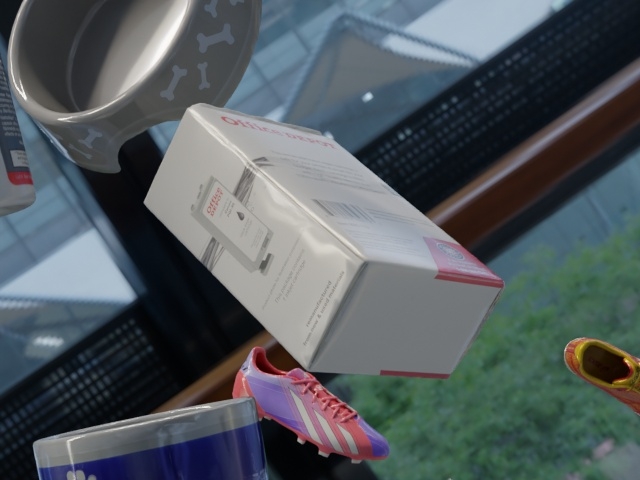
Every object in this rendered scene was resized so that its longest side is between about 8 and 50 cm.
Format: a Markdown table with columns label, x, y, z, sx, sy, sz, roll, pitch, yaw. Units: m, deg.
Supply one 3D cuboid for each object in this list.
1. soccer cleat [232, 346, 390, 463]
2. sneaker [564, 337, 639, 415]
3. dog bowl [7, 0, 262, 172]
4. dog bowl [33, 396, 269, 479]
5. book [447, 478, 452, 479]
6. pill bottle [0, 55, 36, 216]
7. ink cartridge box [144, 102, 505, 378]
| label | x | y | z | sx | sy | sz | roll | pitch | yaw |
| --- | --- | --- | --- | --- | --- | --- | --- | --- | --- |
| soccer cleat | -0.011 | 0.231 | 1.797 | 0.083 | 0.248 | 0.095 | 3 | -74 | -64 |
| sneaker | 0.353 | 0.161 | 1.439 | 0.067 | 0.175 | 0.064 | 178 | 113 | -85 |
| dog bowl | -0.245 | -0.261 | 1.619 | 0.349 | 0.348 | 0.102 | -35 | -37 | 15 |
| dog bowl | -0.197 | 0.260 | 1.521 | 0.265 | 0.104 | 0.265 | -11 | -4 | -1 |
| book | 0.154 | 0.353 | 1.540 | 0.035 | 0.096 | 0.144 | -44 | -9 | -44 |
| pill bottle | -0.276 | -0.101 | 0.923 | 0.108 | 0.180 | 0.108 | -14 | -1 | 0 |
| ink cartridge box | 0.000 | 0.000 | 1.217 | 0.207 | 0.283 | 0.117 | 9 | -64 | -46 |
